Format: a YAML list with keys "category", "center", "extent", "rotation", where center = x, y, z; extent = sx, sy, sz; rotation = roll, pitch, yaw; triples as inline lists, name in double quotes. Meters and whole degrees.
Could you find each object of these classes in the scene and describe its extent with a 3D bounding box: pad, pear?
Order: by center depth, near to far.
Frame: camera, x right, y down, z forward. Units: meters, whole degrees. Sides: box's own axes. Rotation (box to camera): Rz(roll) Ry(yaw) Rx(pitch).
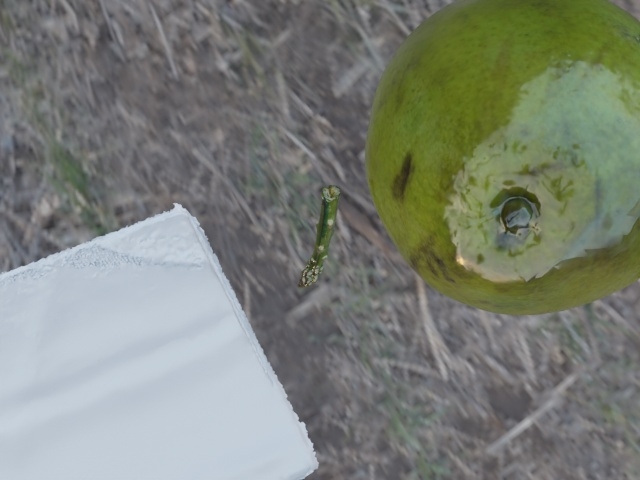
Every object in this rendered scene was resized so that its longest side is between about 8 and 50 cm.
- category: "pad"
  center: [-0.133, 0.081, 0.720]
  extent: [0.232, 0.156, 0.004]
  rotation: [-22, 148, -11]
- category: "pear"
  center: [0.132, -0.056, 1.056]
  extent: [0.212, 0.269, 0.212]
  rotation: [4, 106, 12]

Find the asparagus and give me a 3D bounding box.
- category: "asparagus"
  center: [0.000, 0.000, 1.138]
  extent: [0.015, 0.014, 0.114]
  rotation: [21, 144, 6]
